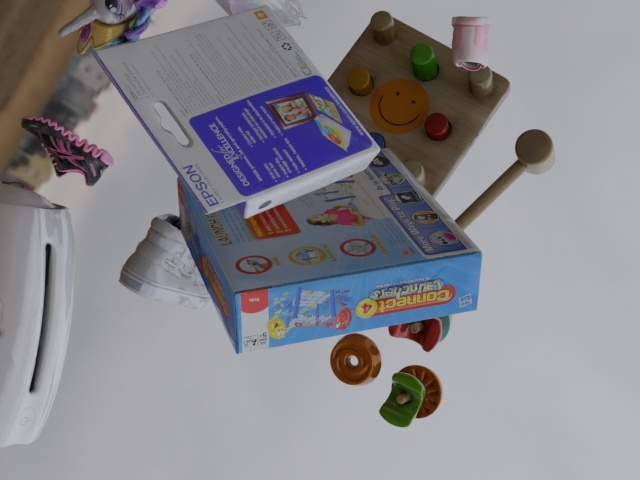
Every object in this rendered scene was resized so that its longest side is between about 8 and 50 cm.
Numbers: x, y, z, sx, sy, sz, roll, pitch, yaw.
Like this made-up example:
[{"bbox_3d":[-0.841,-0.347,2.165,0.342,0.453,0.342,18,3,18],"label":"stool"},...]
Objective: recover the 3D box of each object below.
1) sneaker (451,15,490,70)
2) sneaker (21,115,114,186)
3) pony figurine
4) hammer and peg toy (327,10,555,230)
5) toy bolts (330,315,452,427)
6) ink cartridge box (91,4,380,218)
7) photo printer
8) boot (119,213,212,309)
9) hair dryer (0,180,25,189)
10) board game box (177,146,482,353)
[{"bbox_3d":[0.195,-0.258,1.477,0.134,0.051,0.070,-48,138,-74],"label":"sneaker"},{"bbox_3d":[-0.310,-0.105,1.353,0.057,0.119,0.047,-60,-173,-3],"label":"sneaker"},{"bbox_3d":[-0.188,-0.432,1.539,0.351,0.303,0.363,-23,145,-43],"label":"pony figurine"},{"bbox_3d":[0.162,-0.170,1.733,0.266,0.361,0.127,-54,161,-8],"label":"hammer and peg toy"},{"bbox_3d":[0.157,0.203,2.138,0.158,0.218,0.228,-12,128,-64],"label":"toy bolts"},{"bbox_3d":[-0.083,-0.122,1.077,0.208,0.206,0.045,-22,157,-34],"label":"ink cartridge box"},{"bbox_3d":[-0.365,0.061,1.150,0.308,0.107,0.256,12,-85,42],"label":"photo printer"},{"bbox_3d":[-0.205,0.029,1.718,0.123,0.095,0.258,-61,165,3],"label":"boot"},{"bbox_3d":[-0.652,-0.093,1.864,0.223,0.294,0.080,135,-35,-85],"label":"hair dryer"},{"bbox_3d":[0.000,0.000,1.419,0.308,0.302,0.086,-123,-152,-56],"label":"board game box"}]
